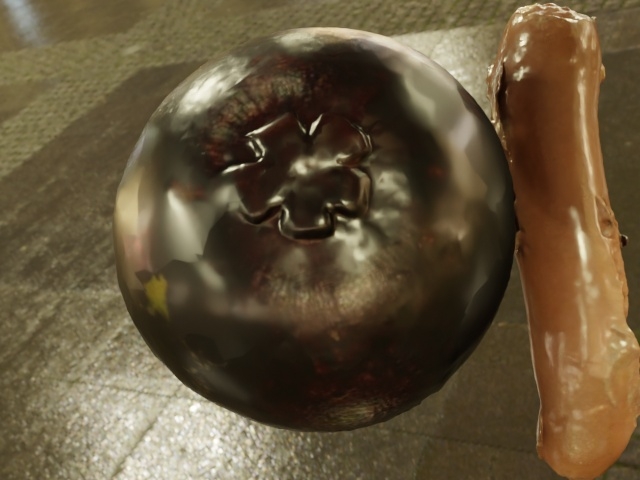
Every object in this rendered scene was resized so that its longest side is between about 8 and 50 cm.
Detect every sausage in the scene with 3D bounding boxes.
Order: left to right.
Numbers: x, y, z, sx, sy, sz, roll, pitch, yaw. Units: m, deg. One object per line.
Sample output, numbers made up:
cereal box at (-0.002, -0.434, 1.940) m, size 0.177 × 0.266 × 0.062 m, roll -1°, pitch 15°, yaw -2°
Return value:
sausage at (0.152, 0.003, 0.515) m, size 0.078 × 0.304 × 0.078 m, roll -8°, pitch 1°, yaw 0°

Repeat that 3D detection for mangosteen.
mangosteen at (0.000, 0.000, 0.494) m, size 0.228 × 0.265 × 0.228 m, roll -1°, pitch 77°, yaw 5°
